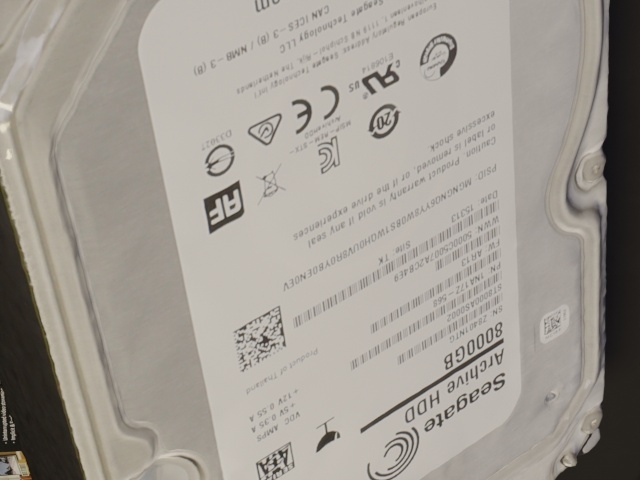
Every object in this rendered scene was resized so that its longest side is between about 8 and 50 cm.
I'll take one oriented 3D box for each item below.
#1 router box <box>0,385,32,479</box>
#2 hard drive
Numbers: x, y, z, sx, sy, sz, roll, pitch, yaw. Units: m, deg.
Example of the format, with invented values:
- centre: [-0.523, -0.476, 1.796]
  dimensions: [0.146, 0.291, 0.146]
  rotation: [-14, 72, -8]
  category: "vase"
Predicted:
- centre: [-0.125, 0.042, 0.626]
  dimensions: [0.133, 0.046, 0.178]
  rotation: [-2, 127, -10]
  category: "router box"
- centre: [0.000, 0.000, 0.545]
  dimensions: [0.237, 0.064, 0.339]
  rotation: [-29, 134, -26]
  category: "hard drive"
